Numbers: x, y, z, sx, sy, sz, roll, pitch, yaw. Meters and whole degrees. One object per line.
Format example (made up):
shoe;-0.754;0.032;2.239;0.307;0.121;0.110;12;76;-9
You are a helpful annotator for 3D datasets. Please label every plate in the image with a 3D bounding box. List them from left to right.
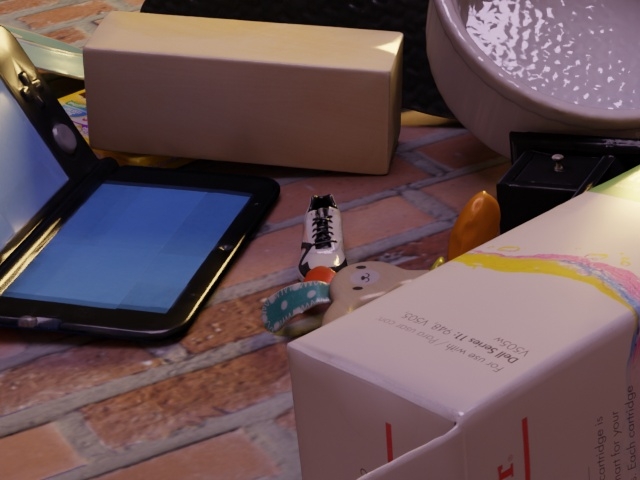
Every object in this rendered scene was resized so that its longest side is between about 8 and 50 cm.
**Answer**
plate;-0.302;-0.199;1.780;0.188;0.024;0.188;16;9;-3

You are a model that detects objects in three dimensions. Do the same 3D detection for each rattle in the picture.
rattle;0.033;0.016;1.191;0.130;0.142;0.200;-38;41;-17

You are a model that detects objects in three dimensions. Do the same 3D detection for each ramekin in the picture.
ramekin;0.218;-0.188;1.448;0.277;0.135;0.277;2;64;-5

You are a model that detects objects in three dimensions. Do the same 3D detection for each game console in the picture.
game console;-0.197;-0.056;1.375;0.173;0.250;0.293;-26;16;25

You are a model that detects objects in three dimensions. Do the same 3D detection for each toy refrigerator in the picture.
toy refrigerator;-0.065;-0.134;1.534;0.270;0.102;0.094;5;31;9

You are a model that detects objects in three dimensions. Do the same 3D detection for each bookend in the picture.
bookend;0.193;-0.017;1.294;0.157;0.072;0.156;6;27;26

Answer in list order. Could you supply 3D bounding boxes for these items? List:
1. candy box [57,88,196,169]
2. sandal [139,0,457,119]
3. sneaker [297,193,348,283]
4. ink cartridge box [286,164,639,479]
candy box;-0.189;-0.103;1.635;0.105;0.027;0.206;-28;32;-34
sandal;0.042;-0.204;1.654;0.446;0.167;0.107;4;9;21
sneaker;0.000;0.000;1.342;0.040;0.043;0.109;-5;26;-2
ink cartridge box;0.104;0.114;0.864;0.353;0.207;0.119;-25;31;-35
